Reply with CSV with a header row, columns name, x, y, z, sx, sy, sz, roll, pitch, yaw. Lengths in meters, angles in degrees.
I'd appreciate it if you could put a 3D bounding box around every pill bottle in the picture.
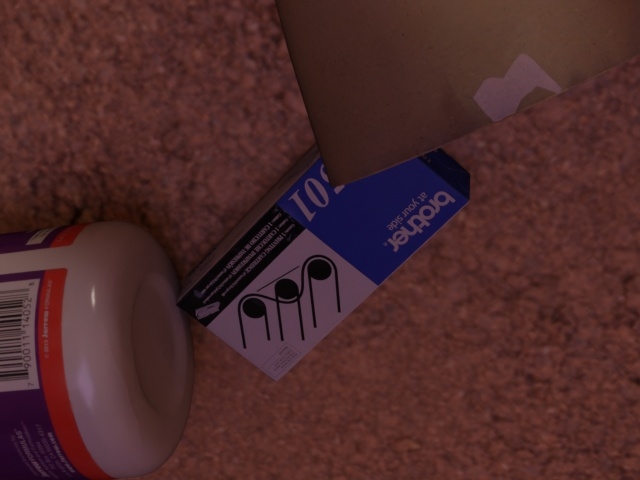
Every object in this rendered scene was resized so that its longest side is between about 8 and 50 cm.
name,x,y,z,sx,sy,sz,roll,pitch,yaw
pill bottle,-0.266,0.090,1.031,0.323,0.181,0.181,-6,117,15

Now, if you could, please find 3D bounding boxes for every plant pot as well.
name,x,y,z,sx,sy,sz,roll,pitch,yaw
plant pot,0.063,-0.206,0.792,0.256,0.256,0.274,-23,96,21

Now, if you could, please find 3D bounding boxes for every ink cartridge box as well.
name,x,y,z,sx,sy,sz,roll,pitch,yaw
ink cartridge box,0.000,0.000,1.005,0.097,0.046,0.207,39,116,-14
